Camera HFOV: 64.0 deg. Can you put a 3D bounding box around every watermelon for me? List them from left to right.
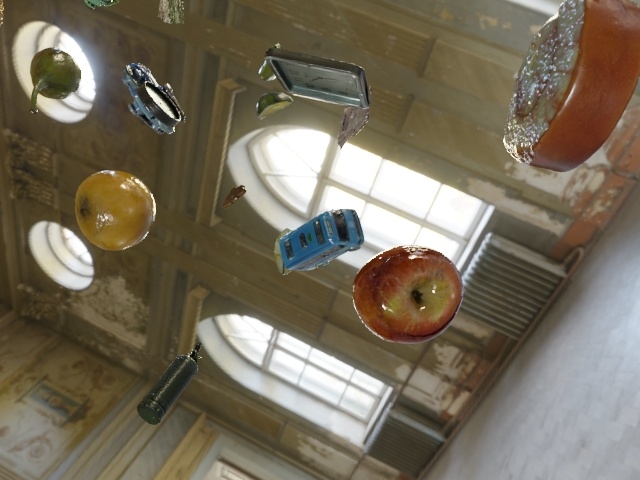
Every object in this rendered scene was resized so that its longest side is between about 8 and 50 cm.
[{"bbox_3d":[-0.228,-0.623,2.315,0.182,0.075,0.092,-23,-9,24],"label":"watermelon"}]

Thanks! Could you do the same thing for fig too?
[{"bbox_3d":[-0.772,-0.442,1.442,0.245,0.149,0.149,-88,11,-48],"label":"fig"}]

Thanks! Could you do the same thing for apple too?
[{"bbox_3d":[0.219,0.134,1.299,0.272,0.251,0.206,-33,7,-14],"label":"apple"}]

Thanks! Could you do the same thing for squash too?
[{"bbox_3d":[-0.161,-0.601,1.756,0.066,0.066,0.252,-64,16,-8],"label":"squash"}]

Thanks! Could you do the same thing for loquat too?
[{"bbox_3d":[-0.668,-0.097,1.670,0.262,0.263,0.263,-62,-9,-18],"label":"loquat"}]

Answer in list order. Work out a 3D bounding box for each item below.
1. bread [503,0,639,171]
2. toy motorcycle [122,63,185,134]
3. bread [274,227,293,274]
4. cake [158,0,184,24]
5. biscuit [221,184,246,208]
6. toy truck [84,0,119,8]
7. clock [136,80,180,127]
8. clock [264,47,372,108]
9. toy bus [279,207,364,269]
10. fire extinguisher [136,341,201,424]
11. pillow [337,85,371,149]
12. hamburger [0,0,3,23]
[{"bbox_3d":[0.440,-0.277,0.932,0.327,0.114,0.294,-46,-32,-87],"label":"bread"},{"bbox_3d":[-0.705,-0.580,2.084,0.182,0.241,0.319,-43,-50,-17],"label":"toy motorcycle"},{"bbox_3d":[-0.100,0.030,1.706,0.083,0.095,0.157,-141,43,-61],"label":"bread"},{"bbox_3d":[-0.314,-0.527,1.088,0.051,0.055,0.140,-13,-32,-28],"label":"cake"},{"bbox_3d":[-0.245,-0.122,1.447,0.016,0.082,0.092,47,-112,-31],"label":"biscuit"},{"bbox_3d":[-0.712,-0.771,1.454,0.260,0.128,0.135,8,-83,-44],"label":"toy truck"},{"bbox_3d":[-0.582,-0.494,1.855,0.040,0.184,0.184,-37,-3,13],"label":"clock"},{"bbox_3d":[0.004,-0.461,1.455,0.273,0.279,0.049,29,-103,-79],"label":"clock"},{"bbox_3d":[0.000,0.000,1.429,0.134,0.113,0.246,-1,-19,-41],"label":"toy bus"},{"bbox_3d":[-0.512,0.489,1.799,0.311,0.096,0.114,-56,-12,-54],"label":"fire extinguisher"},{"bbox_3d":[0.110,-0.417,1.745,0.248,0.049,0.135,146,137,-64],"label":"pillow"},{"bbox_3d":[-0.720,-0.501,1.000,0.295,0.152,0.226,-128,23,-55],"label":"hamburger"}]
